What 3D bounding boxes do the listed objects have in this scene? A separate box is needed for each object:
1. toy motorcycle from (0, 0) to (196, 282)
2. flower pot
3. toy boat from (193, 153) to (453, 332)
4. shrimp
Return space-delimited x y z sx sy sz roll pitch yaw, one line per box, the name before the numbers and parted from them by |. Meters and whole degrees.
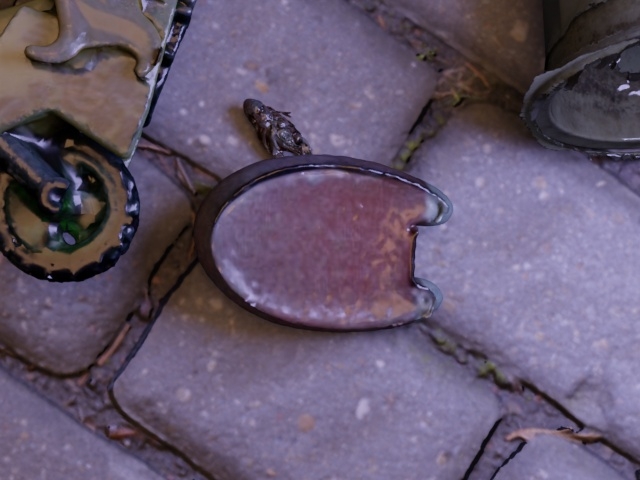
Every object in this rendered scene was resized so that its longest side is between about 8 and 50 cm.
toy motorcycle | -0.217 -0.177 1.370 0.237 0.169 0.410 22 77 -8
flower pot | 0.293 -0.232 1.375 0.290 0.290 0.259 -5 73 -5
toy boat | 0.000 0.000 1.414 0.227 0.085 0.155 5 98 -12
shrimp | -0.034 -0.092 1.441 0.038 0.029 0.092 -30 94 -14
